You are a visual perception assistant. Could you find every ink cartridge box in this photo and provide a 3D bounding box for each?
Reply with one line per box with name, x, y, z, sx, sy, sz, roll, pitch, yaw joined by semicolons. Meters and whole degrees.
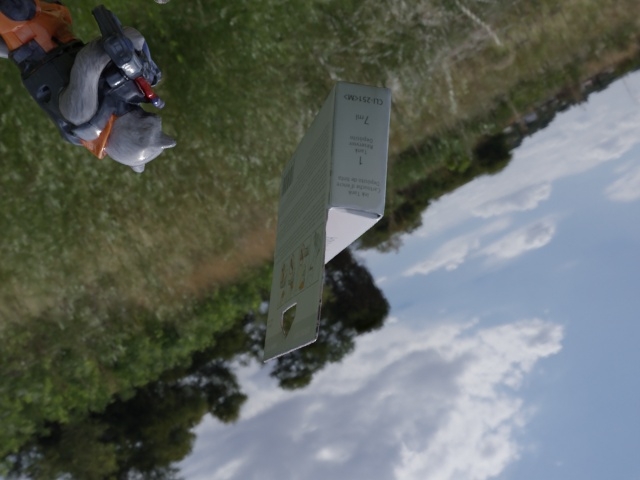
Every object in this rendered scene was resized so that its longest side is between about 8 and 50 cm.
ink cartridge box;0.000;0.000;0.800;0.060;0.239;0.275;7;166;-12

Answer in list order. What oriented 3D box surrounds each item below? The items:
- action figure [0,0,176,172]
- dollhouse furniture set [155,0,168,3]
action figure;-0.309;-0.216;0.945;0.178;0.330;0.341;-43;-178;0
dollhouse furniture set;-0.135;-0.268;0.422;0.161;0.212;0.242;-12;145;-45
